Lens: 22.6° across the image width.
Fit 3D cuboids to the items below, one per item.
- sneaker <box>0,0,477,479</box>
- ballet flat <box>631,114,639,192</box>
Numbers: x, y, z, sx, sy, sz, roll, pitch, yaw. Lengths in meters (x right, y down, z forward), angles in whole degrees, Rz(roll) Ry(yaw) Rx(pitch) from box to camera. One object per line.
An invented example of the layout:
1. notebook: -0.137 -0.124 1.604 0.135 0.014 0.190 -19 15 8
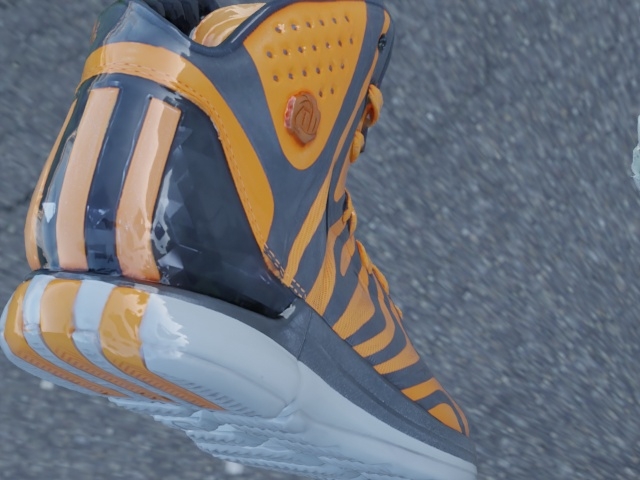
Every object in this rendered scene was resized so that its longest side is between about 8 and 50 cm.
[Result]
1. sneaker: 0.000 0.000 0.658 0.125 0.321 0.180 5 74 22
2. ballet flat: 0.147 -0.036 0.580 0.074 0.203 0.074 -3 73 9
